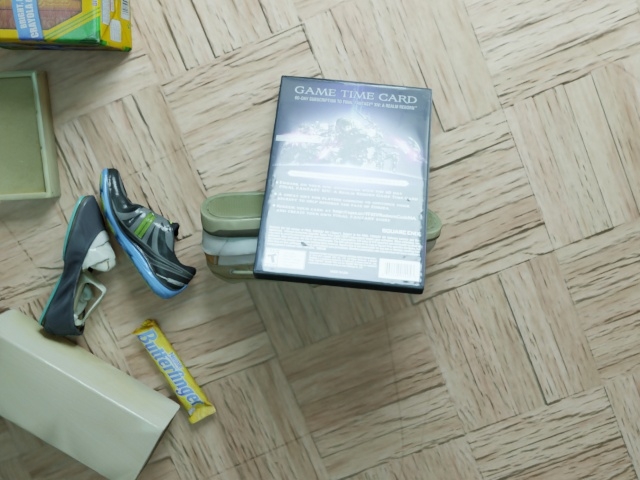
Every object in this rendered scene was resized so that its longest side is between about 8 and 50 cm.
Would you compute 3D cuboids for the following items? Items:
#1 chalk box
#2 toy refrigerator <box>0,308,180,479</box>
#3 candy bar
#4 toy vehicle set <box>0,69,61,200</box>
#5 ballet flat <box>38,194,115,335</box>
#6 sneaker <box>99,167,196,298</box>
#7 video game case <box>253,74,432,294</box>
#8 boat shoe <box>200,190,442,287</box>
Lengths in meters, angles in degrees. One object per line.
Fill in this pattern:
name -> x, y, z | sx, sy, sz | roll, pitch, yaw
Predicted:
chalk box -> -0.350, -0.300, 0.932 | 0.212, 0.132, 0.133 | 1, 99, 2
toy refrigerator -> -0.336, 0.208, 1.039 | 0.269, 0.094, 0.102 | 30, 101, 0
candy bar -> -0.204, 0.179, 1.066 | 0.040, 0.018, 0.162 | -31, 98, 7
toy vehicle set -> -0.485, -0.132, 1.015 | 0.266, 0.035, 0.166 | -2, 99, 3
ballet flat -> -0.310, 0.040, 1.021 | 0.074, 0.074, 0.203 | 22, 106, -2
sneaker -> -0.230, -0.014, 1.019 | 0.078, 0.067, 0.188 | -34, 95, -14
video game case -> 0.033, -0.074, 0.936 | 0.196, 0.026, 0.274 | 5, 65, 1
boat shoe -> 0.000, 0.000, 0.991 | 0.302, 0.113, 0.103 | 3, 120, 0
